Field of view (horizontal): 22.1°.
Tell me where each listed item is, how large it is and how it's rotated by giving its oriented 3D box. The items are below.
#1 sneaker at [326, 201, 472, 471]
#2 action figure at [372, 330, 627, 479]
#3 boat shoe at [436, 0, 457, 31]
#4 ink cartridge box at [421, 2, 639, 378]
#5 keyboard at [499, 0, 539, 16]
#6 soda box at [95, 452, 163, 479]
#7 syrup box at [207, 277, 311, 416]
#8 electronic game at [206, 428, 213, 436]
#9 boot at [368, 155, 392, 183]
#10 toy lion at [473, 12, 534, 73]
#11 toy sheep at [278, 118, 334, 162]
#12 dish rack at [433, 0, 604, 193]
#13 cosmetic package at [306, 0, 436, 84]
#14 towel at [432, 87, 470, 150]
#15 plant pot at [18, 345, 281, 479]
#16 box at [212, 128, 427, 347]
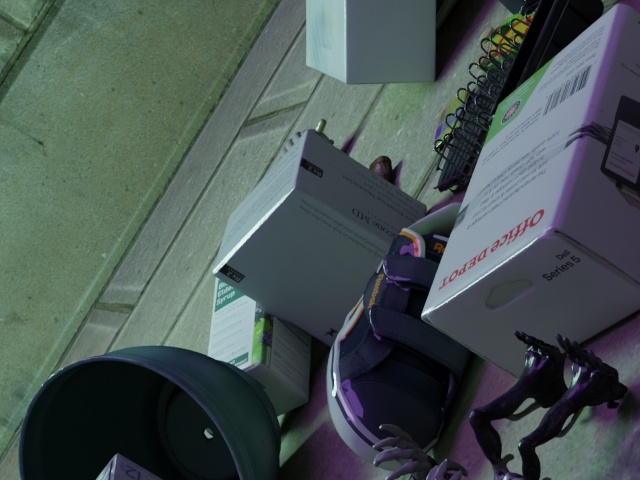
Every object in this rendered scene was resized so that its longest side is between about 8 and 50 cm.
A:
[{"bbox_3d":[0.093,0.075,1.576,0.127,0.126,0.321,-54,12,35],"label":"sneaker"},{"bbox_3d":[0.109,0.194,1.246,0.275,0.141,0.164,-58,25,-8],"label":"action figure"},{"bbox_3d":[0.176,-0.404,2.347,0.285,0.092,0.103,-59,9,39],"label":"boat shoe"},{"bbox_3d":[0.217,-0.041,1.433,0.198,0.115,0.273,-40,22,51],"label":"ink cartridge box"},{"bbox_3d":[0.288,-0.404,2.157,0.201,0.033,0.317,-54,15,13],"label":"keyboard"},{"bbox_3d":[-0.077,0.297,1.338,0.098,0.286,0.091,-52,15,16],"label":"soda box"},{"bbox_3d":[-0.072,0.103,2.021,0.093,0.096,0.237,-28,38,27],"label":"syrup box"},{"bbox_3d":[-0.083,0.157,2.153,0.229,0.048,0.229,-52,15,20],"label":"electronic game"},{"bbox_3d":[0.059,-0.049,2.157,0.106,0.037,0.114,-52,19,28],"label":"boot"},{"bbox_3d":[0.233,-0.245,2.003,0.096,0.034,0.100,-39,22,34],"label":"toy lion"},{"bbox_3d":[-0.019,-0.125,2.476,0.091,0.091,0.132,-96,23,-68],"label":"toy sheep"},{"bbox_3d":[0.204,-0.169,1.843,0.271,0.074,0.208,-31,29,61],"label":"dish rack"},{"bbox_3d":[0.068,-0.345,2.315,0.225,0.138,0.224,-143,51,-70],"label":"cosmetic package"},{"bbox_3d":[0.165,-0.152,2.064,0.060,0.009,0.083,-45,20,39],"label":"towel"},{"bbox_3d":[-0.162,0.243,1.848,0.293,0.293,0.196,-49,-11,29],"label":"plant pot"},{"bbox_3d":[0.000,0.000,1.937,0.182,0.181,0.119,-45,21,36],"label":"box"}]
